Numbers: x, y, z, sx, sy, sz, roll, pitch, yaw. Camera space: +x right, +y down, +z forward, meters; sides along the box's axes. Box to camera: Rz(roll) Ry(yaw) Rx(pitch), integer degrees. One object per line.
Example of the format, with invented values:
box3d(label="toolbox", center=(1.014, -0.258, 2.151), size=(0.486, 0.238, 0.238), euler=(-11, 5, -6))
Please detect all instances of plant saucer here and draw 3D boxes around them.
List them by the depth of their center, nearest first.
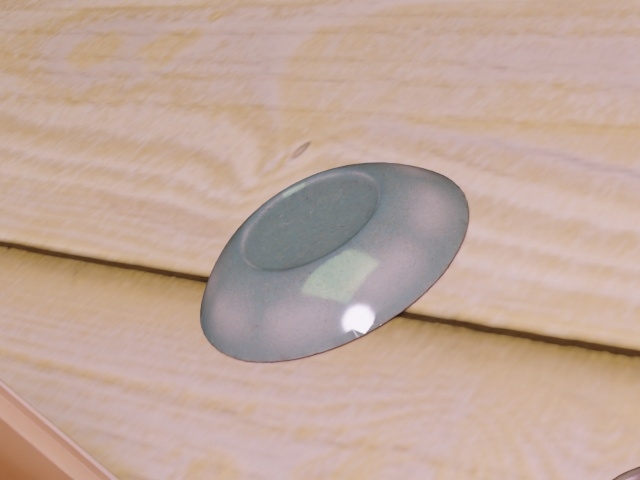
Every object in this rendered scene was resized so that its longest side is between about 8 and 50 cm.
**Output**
box3d(label="plant saucer", center=(0.000, 0.000, 1.042), size=(0.195, 0.037, 0.195), euler=(-22, 30, 14))

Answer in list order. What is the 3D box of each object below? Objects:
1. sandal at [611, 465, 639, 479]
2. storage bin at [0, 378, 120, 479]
box3d(label="sandal", center=(0.158, 0.158, 0.642), size=(0.090, 0.060, 0.219), euler=(-22, 31, 12))
box3d(label="storage bin", center=(-0.248, 0.172, 0.750), size=(0.262, 0.260, 0.123), euler=(-54, 10, -35))
